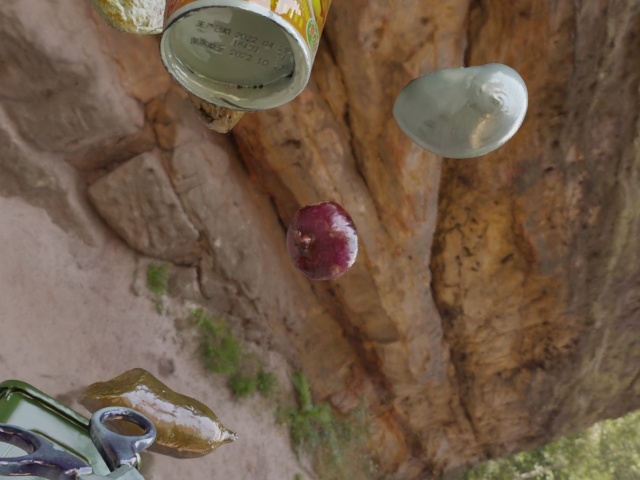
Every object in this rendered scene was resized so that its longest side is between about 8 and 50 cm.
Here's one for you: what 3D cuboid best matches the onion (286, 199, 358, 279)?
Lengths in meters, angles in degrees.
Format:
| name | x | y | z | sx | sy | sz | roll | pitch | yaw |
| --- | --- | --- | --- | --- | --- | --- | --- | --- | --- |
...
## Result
| name | x | y | z | sx | sy | sz | roll | pitch | yaw |
| --- | --- | --- | --- | --- | --- | --- | --- | --- | --- |
| onion | 0.000 | 0.000 | 0.836 | 0.097 | 0.107 | 0.107 | -2 | 66 | -45 |

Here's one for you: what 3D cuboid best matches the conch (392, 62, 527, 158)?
| name | x | y | z | sx | sy | sz | roll | pitch | yaw |
| --- | --- | --- | --- | --- | --- | --- | --- | --- | --- |
| conch | 0.223 | -0.208 | 1.042 | 0.185 | 0.221 | 0.121 | 44 | 45 | -29 |

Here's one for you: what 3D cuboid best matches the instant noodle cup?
| name | x | y | z | sx | sy | sz | roll | pitch | yaw |
| --- | --- | --- | --- | --- | --- | --- | --- | --- | --- |
| instant noodle cup | -0.054 | -0.212 | 0.520 | 0.168 | 0.168 | 0.185 | 49 | 41 | -54 |

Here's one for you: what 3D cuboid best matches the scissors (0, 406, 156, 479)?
| name | x | y | z | sx | sy | sz | roll | pitch | yaw |
| --- | --- | --- | --- | --- | --- | --- | --- | --- | --- |
| scissors | -0.215 | 0.278 | 0.696 | 0.256 | 0.383 | 0.029 | 9 | 99 | -49 |

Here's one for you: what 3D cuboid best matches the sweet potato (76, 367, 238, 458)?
| name | x | y | z | sx | sy | sz | roll | pitch | yaw |
| --- | --- | --- | --- | --- | --- | --- | --- | --- | --- |
| sweet potato | -0.347 | 0.394 | 1.404 | 0.370 | 0.158 | 0.158 | 38 | 23 | -22 |

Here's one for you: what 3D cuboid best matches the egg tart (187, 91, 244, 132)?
| name | x | y | z | sx | sy | sz | roll | pitch | yaw |
| --- | --- | --- | --- | --- | --- | --- | --- | --- | --- |
| egg tart | -0.154 | -0.317 | 1.014 | 0.291 | 0.107 | 0.290 | 40 | -42 | 49 |

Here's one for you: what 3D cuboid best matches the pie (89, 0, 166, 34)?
| name | x | y | z | sx | sy | sz | roll | pitch | yaw |
| --- | --- | --- | --- | --- | --- | --- | --- | --- | --- |
| pie | -0.349 | -0.504 | 1.235 | 0.248 | 0.090 | 0.201 | -39 | 127 | -39 |

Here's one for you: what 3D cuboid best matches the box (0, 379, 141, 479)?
| name | x | y | z | sx | sy | sz | roll | pitch | yaw |
| --- | --- | --- | --- | --- | --- | --- | --- | --- | --- |
| box | -0.465 | 0.399 | 0.994 | 0.253 | 0.328 | 0.177 | 34 | 37 | -13 |
